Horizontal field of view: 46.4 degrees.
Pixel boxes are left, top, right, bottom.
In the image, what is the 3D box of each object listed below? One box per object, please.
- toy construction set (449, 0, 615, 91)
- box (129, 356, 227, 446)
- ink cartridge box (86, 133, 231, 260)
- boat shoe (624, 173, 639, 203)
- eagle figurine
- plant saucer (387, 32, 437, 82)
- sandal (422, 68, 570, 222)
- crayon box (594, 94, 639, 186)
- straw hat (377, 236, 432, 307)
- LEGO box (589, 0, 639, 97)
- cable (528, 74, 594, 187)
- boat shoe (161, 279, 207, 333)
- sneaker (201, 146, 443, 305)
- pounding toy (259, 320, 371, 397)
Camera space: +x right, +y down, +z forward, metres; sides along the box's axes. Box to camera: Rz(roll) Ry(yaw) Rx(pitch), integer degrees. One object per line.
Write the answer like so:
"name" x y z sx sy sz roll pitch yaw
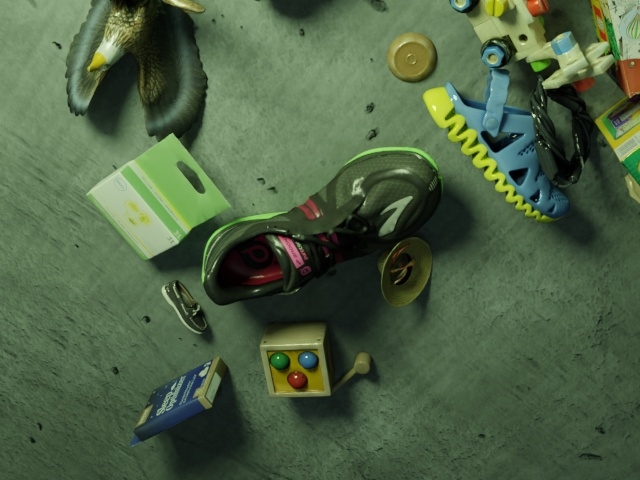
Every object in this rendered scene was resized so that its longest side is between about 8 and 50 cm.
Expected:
"toy construction set" 0.304 -0.365 1.095 0.215 0.151 0.328 -18 100 44
"box" -0.304 0.336 1.551 0.225 0.136 0.036 -30 110 20
"ink cartridge box" -0.297 -0.072 1.356 0.235 0.056 0.171 -23 112 41
"boat shoe" 0.621 -0.009 1.281 0.103 0.113 0.302 -25 101 21
"eagle figurine" -0.313 -0.324 1.225 0.226 0.225 0.298 57 156 20
"plant saucer" 0.152 -0.303 1.243 0.083 0.015 0.084 3 117 6
"sandal" 0.318 -0.161 1.236 0.138 0.126 0.317 -40 107 19
"crayon box" 0.517 -0.174 1.109 0.165 0.278 0.081 -39 99 23
"straw hat" 0.140 0.048 1.390 0.061 0.144 0.145 25 127 42
"LEGO box" 0.607 -0.466 1.002 0.499 0.193 0.373 -18 112 16
"cable" 0.392 -0.188 1.203 0.047 0.150 0.185 -3 121 51
"boat shoe" -0.266 0.132 1.499 0.038 0.046 0.125 -31 100 25
"sneaker" 0.000 0.000 1.308 0.482 0.202 0.185 -27 110 19
"pounding toy" -0.002 0.263 1.500 0.205 0.094 0.181 -4 116 10
